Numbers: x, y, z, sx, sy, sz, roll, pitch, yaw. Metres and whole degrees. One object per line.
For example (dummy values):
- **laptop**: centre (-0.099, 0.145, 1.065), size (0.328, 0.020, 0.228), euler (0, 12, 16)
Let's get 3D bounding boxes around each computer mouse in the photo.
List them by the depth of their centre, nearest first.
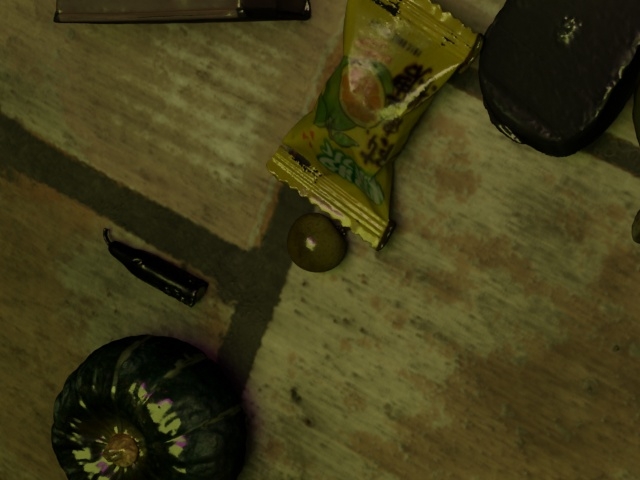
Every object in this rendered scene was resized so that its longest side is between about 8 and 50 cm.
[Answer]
- **computer mouse**: centre (0.288, -0.226, 1.682), size (0.168, 0.087, 0.295), euler (46, 123, 24)

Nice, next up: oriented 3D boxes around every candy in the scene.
- **candy**: centre (0.062, -0.156, 1.801), size (0.187, 0.081, 0.297), euler (37, 115, 18)

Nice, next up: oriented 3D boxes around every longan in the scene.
- **longan**: centre (0.000, 0.000, 1.866), size (0.083, 0.075, 0.075), euler (-30, 83, -18)

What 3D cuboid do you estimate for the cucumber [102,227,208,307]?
- **cucumber**: centre (-0.221, 0.035, 1.976), size (0.163, 0.039, 0.043), euler (26, 85, 16)

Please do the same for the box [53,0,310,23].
- **box**: centre (-0.164, -0.333, 1.821), size (0.252, 0.188, 0.153), euler (4, 99, 25)

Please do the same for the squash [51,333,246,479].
- **squash**: centre (-0.217, 0.242, 1.931), size (0.252, 0.165, 0.252), euler (3, 100, 20)

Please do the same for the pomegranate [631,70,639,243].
- **pomegranate**: centre (0.443, -0.107, 1.596), size (0.242, 0.242, 0.306), euler (15, 144, 21)
